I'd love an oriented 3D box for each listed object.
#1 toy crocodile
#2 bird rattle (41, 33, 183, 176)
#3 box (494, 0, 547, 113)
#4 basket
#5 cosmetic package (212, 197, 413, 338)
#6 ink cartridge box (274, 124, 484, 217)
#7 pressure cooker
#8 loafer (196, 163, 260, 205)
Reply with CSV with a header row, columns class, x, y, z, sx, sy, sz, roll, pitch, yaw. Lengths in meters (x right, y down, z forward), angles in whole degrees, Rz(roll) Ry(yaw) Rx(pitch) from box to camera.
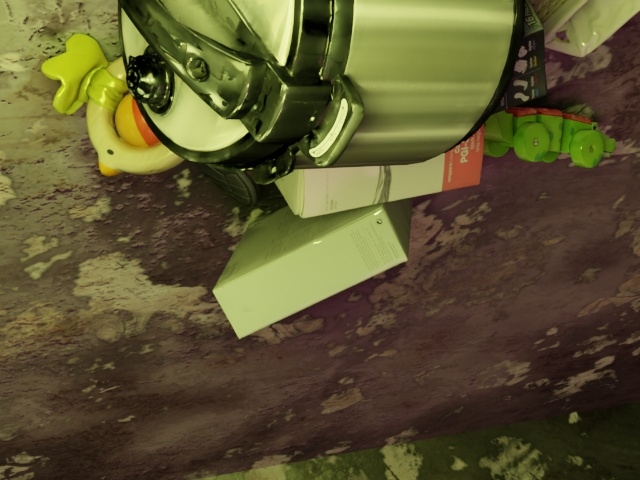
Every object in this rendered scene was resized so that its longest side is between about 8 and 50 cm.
class,x,y,z,sx,sy,sz,roll,pitch,yaw
toy crocodile,0.378,-0.184,2.171,0.340,0.105,0.115,3,-173,-38
bird rattle,-0.222,-0.189,1.674,0.253,0.207,0.143,-11,171,3
box,0.181,-0.300,1.661,0.142,0.247,0.163,-22,152,1
basket,0.385,-0.360,1.842,0.113,0.103,0.167,7,142,-40
cosmetic package,0.000,0.000,2.030,0.284,0.097,0.377,-24,-168,12
ink cartridge box,0.069,-0.152,1.879,0.283,0.207,0.117,-11,127,-17
pressure cooker,-0.028,-0.252,1.413,0.420,0.375,0.370,-5,-175,-39
loafer,-0.137,-0.150,1.892,0.095,0.109,0.302,-57,155,-13
